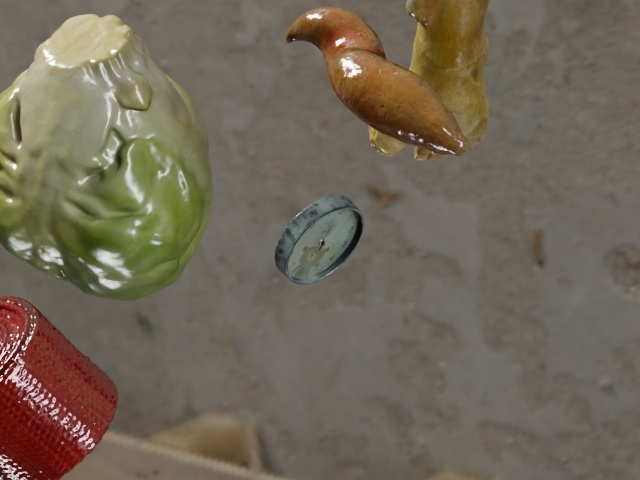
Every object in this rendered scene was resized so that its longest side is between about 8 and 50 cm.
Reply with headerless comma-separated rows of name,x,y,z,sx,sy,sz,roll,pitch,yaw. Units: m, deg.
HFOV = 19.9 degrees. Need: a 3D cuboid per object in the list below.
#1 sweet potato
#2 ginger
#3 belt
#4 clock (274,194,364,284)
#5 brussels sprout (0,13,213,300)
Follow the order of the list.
sweet potato,0.040,-0.119,1.368,0.055,0.058,0.202,-50,52,11
ginger,0.125,-0.208,1.622,0.065,0.118,0.298,40,123,49
belt,-0.259,0.115,1.465,0.124,0.128,0.201,47,158,-24
clock,0.000,0.000,1.502,0.017,0.085,0.085,45,133,31
brussels sprout,-0.255,-0.087,2.014,0.274,0.243,0.316,7,117,56
